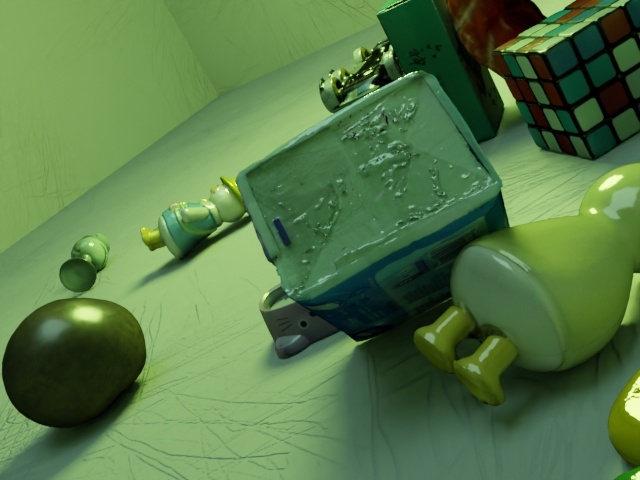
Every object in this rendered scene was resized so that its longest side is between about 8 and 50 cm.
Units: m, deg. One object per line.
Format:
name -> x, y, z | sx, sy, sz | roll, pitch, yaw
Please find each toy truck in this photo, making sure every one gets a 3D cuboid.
toy truck -> 0.117, -0.254, 1.619 | 0.146, 0.175, 0.367 | -20, 19, 27

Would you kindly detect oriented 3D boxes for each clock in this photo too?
clock -> -0.001, 0.070, 1.075 | 0.152, 0.050, 0.110 | -26, 17, 12

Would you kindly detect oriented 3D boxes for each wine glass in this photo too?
wine glass -> -0.494, 0.042, 1.961 | 0.079, 0.079, 0.195 | -28, 17, 5

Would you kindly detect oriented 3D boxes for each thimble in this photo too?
thimble -> 0.355, -0.401, 1.363 | 0.350, 0.350, 0.231 | -23, 17, 23

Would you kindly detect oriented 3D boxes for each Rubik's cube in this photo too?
Rubik's cube -> 0.334, -0.208, 1.154 | 0.154, 0.151, 0.155 | -32, 16, -4

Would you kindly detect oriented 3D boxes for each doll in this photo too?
doll -> 0.215, 0.023, 0.762 | 0.296, 0.117, 0.141 | -25, 31, -22
doll -> -0.212, -0.045, 1.709 | 0.241, 0.135, 0.099 | -33, 45, -7

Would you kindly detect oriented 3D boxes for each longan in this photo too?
longan -> -0.317, 0.153, 1.198 | 0.187, 0.168, 0.167 | -15, 5, -35

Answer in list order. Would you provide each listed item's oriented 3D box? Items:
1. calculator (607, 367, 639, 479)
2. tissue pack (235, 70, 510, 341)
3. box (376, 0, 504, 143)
calculator -> 0.265, 0.092, 0.588 | 0.235, 0.032, 0.146 | -37, 17, -29
tissue pack -> 0.063, -0.018, 0.865 | 0.198, 0.146, 0.263 | -29, -17, 6
box -> 0.190, -0.275, 1.431 | 0.092, 0.245, 0.153 | -21, 19, 24
